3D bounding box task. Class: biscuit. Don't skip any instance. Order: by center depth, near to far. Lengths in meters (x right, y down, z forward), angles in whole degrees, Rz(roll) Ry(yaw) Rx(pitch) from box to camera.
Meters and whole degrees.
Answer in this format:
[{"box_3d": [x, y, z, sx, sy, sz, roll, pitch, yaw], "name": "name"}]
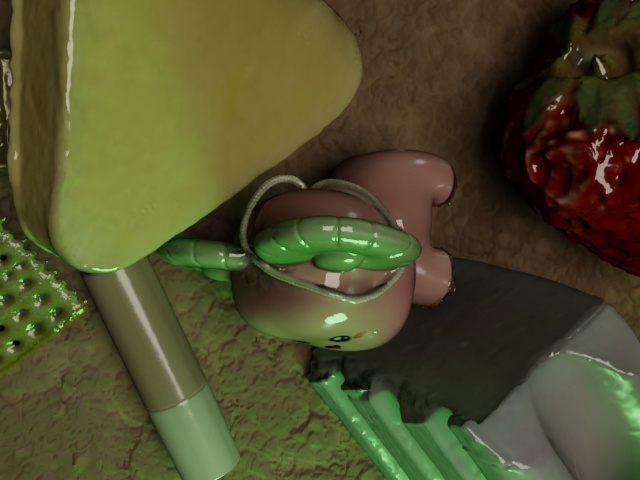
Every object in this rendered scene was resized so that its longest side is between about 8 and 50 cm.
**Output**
[{"box_3d": [-0.349, 0.024, 1.055, 0.139, 0.016, 0.231, -37, 111, 10], "name": "biscuit"}]

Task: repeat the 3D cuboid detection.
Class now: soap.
[{"box_3d": [0.240, 0.251, 1.193, 0.213, 0.350, 0.435, -43, 112, -20], "name": "soap"}]

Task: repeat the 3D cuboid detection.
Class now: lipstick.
[{"box_3d": [-0.164, 0.131, 1.141, 0.070, 0.070, 0.254, -28, 106, -17], "name": "lipstick"}]

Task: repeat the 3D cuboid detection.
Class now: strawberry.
[{"box_3d": [0.363, -0.096, 1.251, 0.295, 0.317, 0.345, -11, 142, 15], "name": "strawberry"}]

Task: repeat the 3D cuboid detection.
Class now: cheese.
[{"box_3d": [-0.160, -0.136, 1.023, 0.384, 0.104, 0.384, -14, 112, -38], "name": "cheese"}]

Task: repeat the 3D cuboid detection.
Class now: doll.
[{"box_3d": [0.000, 0.000, 1.103, 0.268, 0.284, 0.216, 11, 76, -44], "name": "doll"}]

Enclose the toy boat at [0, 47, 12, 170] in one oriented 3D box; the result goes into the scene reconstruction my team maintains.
[{"box_3d": [-0.298, -0.126, 1.058, 0.188, 0.061, 0.116, -3, 99, -22], "name": "toy boat"}]
